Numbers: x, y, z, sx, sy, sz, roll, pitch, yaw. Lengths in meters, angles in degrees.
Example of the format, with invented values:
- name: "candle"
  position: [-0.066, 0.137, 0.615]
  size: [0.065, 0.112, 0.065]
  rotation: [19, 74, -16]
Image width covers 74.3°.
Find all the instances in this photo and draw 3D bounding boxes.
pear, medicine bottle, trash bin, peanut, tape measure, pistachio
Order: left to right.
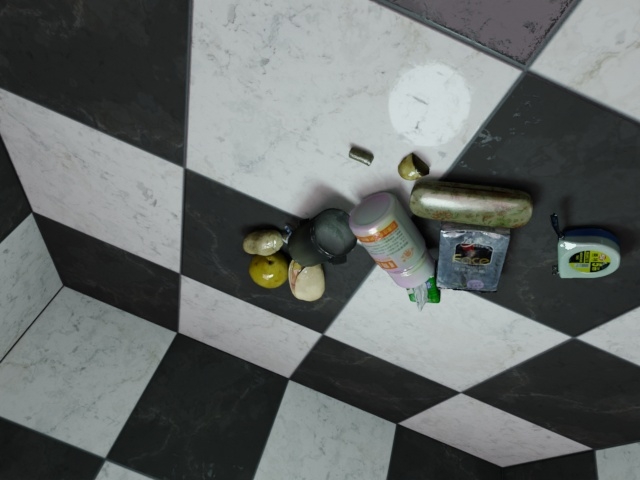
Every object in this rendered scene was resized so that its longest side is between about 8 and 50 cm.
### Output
- name: "peanut"
  position: [-0.285, 0.012, 2.080]
  size: [0.225, 0.129, 0.129]
  rotation: [-6, 135, 34]
- name: "pear"
  position: [-0.259, 0.145, 2.157]
  size: [0.209, 0.208, 0.208]
  rotation: [13, 141, 11]
- name: "pistachio"
  position: [-0.073, 0.194, 2.152]
  size: [0.188, 0.187, 0.299]
  rotation: [7, 140, 17]
- name: "trash bin"
  position: [0.000, 0.000, 1.814]
  size: [0.203, 0.251, 0.302]
  rotation: [-10, 173, -28]
- name: "medicine bottle"
  position: [0.300, 0.006, 1.724]
  size: [0.219, 0.219, 0.388]
  rotation: [-13, 131, 36]
- name: "tape measure"
  position: [0.944, 0.003, 1.511]
  size: [0.216, 0.097, 0.351]
  rotation: [-2, 140, 30]

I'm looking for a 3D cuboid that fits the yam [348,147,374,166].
- name: "yam"
  position: [0.149, -0.309, 1.559]
  size: [0.094, 0.043, 0.043]
  rotation: [23, 142, 0]

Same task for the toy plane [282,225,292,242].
- name: "toy plane"
  position: [-0.047, 0.020, 2.031]
  size: [0.273, 0.107, 0.181]
  rotation: [1, 98, -4]

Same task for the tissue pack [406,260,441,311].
- name: "tissue pack"
  position: [0.465, 0.211, 1.944]
  size: [0.148, 0.156, 0.209]
  rotation: [-2, 135, 24]

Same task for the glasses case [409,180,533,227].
- name: "glasses case"
  position: [0.541, -0.131, 1.541]
  size: [0.426, 0.098, 0.156]
  rotation: [8, 143, 16]

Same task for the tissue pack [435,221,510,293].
- name: "tissue pack"
  position: [0.606, 0.058, 1.713]
  size: [0.260, 0.122, 0.361]
  rotation: [4, 138, 14]

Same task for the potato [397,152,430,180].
- name: "potato"
  position: [0.325, -0.248, 1.532]
  size: [0.096, 0.066, 0.103]
  rotation: [38, 141, -15]
